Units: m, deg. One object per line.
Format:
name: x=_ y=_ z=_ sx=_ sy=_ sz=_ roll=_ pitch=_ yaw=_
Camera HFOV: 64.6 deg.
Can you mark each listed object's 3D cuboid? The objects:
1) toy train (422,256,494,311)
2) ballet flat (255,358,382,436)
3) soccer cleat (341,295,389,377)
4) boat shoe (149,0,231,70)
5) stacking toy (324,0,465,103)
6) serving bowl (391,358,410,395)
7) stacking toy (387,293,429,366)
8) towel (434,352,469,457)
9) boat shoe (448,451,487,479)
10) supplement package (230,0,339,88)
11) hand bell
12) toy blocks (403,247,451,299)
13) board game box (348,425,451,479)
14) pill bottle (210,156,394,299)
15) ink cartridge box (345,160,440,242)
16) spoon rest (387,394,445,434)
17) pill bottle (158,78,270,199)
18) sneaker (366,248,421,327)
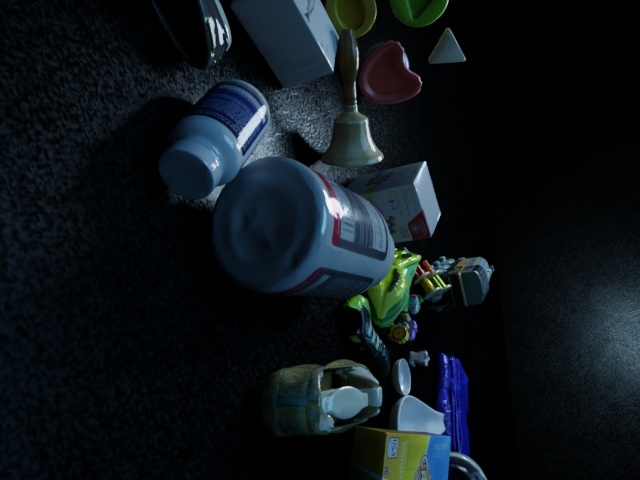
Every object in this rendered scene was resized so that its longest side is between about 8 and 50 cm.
toy train: x=0.423 y=0.123 z=1.549 sx=0.334 sy=0.190 sz=0.142 roll=-17 pitch=96 yaw=-64
ballet flat: x=0.034 y=0.250 z=0.808 sx=0.348 sy=0.123 sz=0.123 roll=23 pitch=60 yaw=-60
soccer cleat: x=0.086 y=0.196 z=1.006 sx=0.072 sy=0.060 sz=0.178 roll=-26 pitch=98 yaw=-53
boat shoe: x=-0.183 y=-0.325 z=0.624 sx=0.068 sy=0.081 sz=0.227 roll=-76 pitch=148 yaw=-47
stacking toy: x=0.183 y=-0.513 z=1.231 sx=0.130 sy=0.280 sz=0.309 roll=-83 pitch=149 yaw=-53
serving bowl: x=0.184 y=0.319 z=1.181 sx=0.083 sy=0.027 sz=0.083 roll=34 pitch=50 yaw=-55
stacking toy: x=0.230 y=0.194 z=1.294 sx=0.167 sy=0.052 sz=0.221 roll=53 pitch=36 yaw=-42
towel: x=0.396 y=0.514 z=1.480 sx=0.227 sy=0.076 sz=0.308 roll=53 pitch=37 yaw=-41
boat shoe: x=0.301 y=0.728 z=1.094 sx=0.156 sy=0.187 sz=0.500 roll=40 pitch=51 yaw=-61
supplement package: x=-0.055 y=-0.375 z=0.873 sx=0.179 sy=0.105 sz=0.105 roll=50 pitch=39 yaw=-45
hand bell: x=0.058 y=-0.274 z=0.967 sx=0.126 sy=0.126 sz=0.242 roll=-48 pitch=140 yaw=-59
toy blocks: x=0.279 y=0.083 z=1.379 sx=0.123 sy=0.054 sz=0.148 roll=-2 pitch=54 yaw=-54
board game box: x=0.151 y=0.480 z=0.944 sx=0.316 sy=0.064 sz=0.242 roll=30 pitch=63 yaw=-51
pill bottle: x=0.000 y=0.000 z=0.762 sx=0.318 sy=0.176 sz=0.176 roll=18 pitch=65 yaw=-61
ink cartridge box: x=0.148 y=-0.074 z=1.090 sx=0.128 sy=0.176 sz=0.127 roll=67 pitch=31 yaw=-22
spoon rest: x=0.228 y=0.424 z=1.167 sx=0.276 sy=0.084 sz=0.137 roll=24 pitch=59 yaw=-60
pill bottle: x=-0.132 y=-0.127 z=0.637 sx=0.094 sy=0.094 sz=0.169 roll=62 pitch=31 yaw=-31
sneaker: x=0.157 y=0.098 z=1.155 sx=0.295 sy=0.109 sz=0.123 roll=-43 pitch=142 yaw=-62
